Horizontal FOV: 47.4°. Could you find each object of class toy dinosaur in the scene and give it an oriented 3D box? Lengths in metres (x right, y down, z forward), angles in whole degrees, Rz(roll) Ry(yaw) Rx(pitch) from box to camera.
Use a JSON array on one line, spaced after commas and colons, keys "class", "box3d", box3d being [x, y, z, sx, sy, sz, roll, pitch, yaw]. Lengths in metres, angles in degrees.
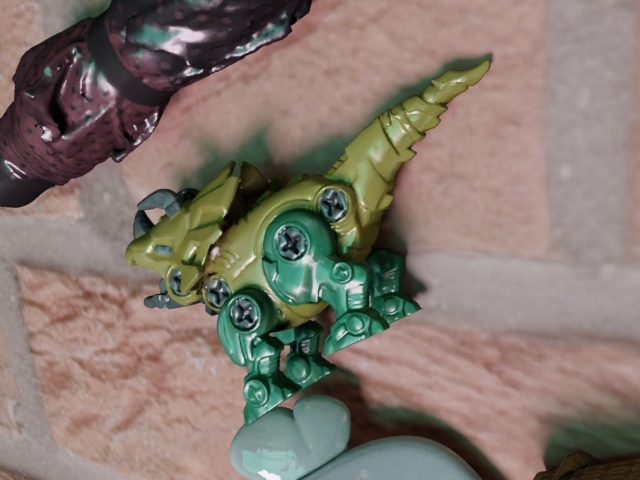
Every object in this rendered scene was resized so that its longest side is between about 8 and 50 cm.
[{"class": "toy dinosaur", "box3d": [0.000, 0.000, 0.420, 0.259, 0.094, 0.153, -29, 84, 24]}]

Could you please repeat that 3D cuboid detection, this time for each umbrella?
[{"class": "umbrella", "box3d": [-0.124, -0.108, 0.458, 0.326, 0.094, 0.090, -26, 136, 35]}]

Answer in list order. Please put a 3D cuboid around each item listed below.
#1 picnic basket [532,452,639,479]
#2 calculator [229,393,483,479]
[{"class": "picnic basket", "box3d": [0.160, 0.200, 0.365, 0.080, 0.115, 0.164, -23, 93, 36]}, {"class": "calculator", "box3d": [0.043, 0.227, 0.432, 0.184, 0.042, 0.295, -31, 72, 0]}]
